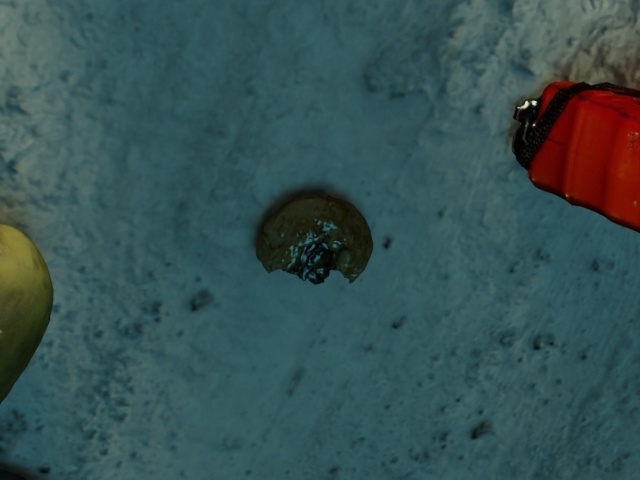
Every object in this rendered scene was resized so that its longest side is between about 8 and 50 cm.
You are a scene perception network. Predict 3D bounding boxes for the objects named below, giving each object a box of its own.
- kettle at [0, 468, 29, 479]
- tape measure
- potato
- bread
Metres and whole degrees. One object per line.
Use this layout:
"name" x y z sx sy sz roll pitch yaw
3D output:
"kettle" -0.368 0.380 1.610 0.342 0.247 0.319 -11 101 -24
"tape measure" 0.345 -0.072 1.561 0.260 0.253 0.114 -1 108 -28
"potato" -0.347 0.092 1.453 0.192 0.141 0.296 22 116 -30
"bread" 0.000 0.000 1.579 0.113 0.060 0.082 5 124 -24
